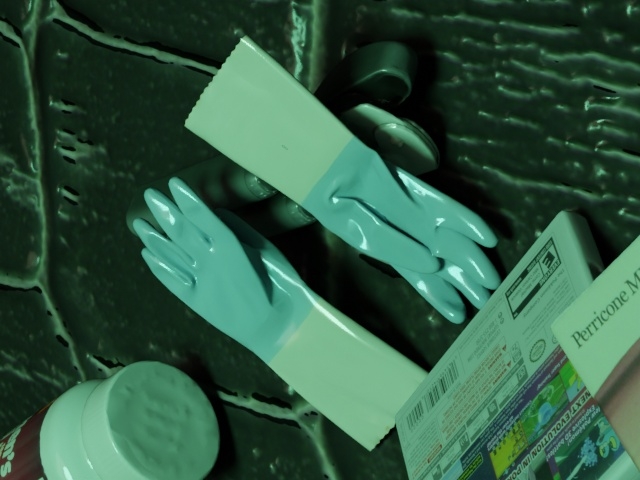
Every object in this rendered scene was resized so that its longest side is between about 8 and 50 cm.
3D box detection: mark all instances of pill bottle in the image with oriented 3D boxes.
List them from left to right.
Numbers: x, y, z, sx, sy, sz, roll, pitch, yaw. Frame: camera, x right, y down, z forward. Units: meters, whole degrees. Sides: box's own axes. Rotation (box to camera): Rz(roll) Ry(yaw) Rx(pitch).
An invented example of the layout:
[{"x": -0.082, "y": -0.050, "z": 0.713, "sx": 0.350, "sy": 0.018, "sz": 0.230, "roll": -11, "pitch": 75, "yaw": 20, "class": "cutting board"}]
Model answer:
[{"x": -0.179, "y": 0.178, "z": 1.314, "sx": 0.221, "sy": 0.121, "sz": 0.121, "roll": -35, "pitch": 67, "yaw": 42, "class": "pill bottle"}]

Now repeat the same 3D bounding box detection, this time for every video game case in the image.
[{"x": 0.118, "y": 0.113, "z": 1.014, "sx": 0.201, "sy": 0.023, "sz": 0.183, "roll": -54, "pitch": 31, "yaw": 33, "class": "video game case"}]

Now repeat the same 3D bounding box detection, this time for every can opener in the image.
[{"x": -0.025, "y": -0.050, "z": 1.187, "sx": 0.280, "sy": 0.074, "sz": 0.093, "roll": -22, "pitch": 42, "yaw": 44, "class": "can opener"}]

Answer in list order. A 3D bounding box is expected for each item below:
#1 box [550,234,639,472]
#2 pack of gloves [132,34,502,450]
[{"x": 0.248, "y": 0.088, "z": 0.847, "sx": 0.148, "sy": 0.127, "sz": 0.232, "roll": -51, "pitch": 58, "yaw": 36, "class": "box"}, {"x": 0.000, "y": 0.000, "z": 1.126, "sx": 0.232, "sy": 0.046, "sz": 0.195, "roll": 38, "pitch": 123, "yaw": 1, "class": "pack of gloves"}]
